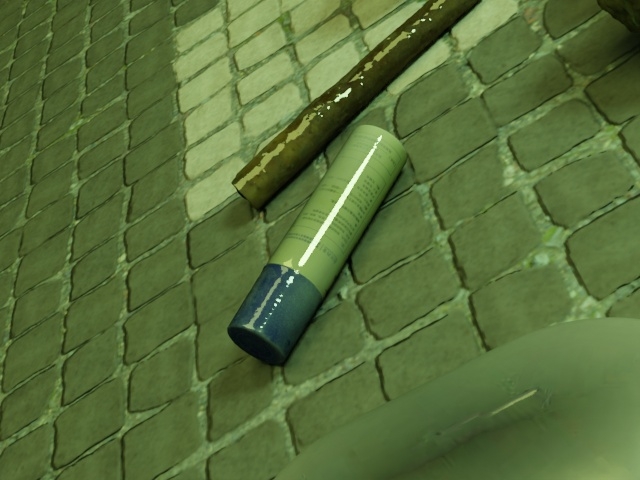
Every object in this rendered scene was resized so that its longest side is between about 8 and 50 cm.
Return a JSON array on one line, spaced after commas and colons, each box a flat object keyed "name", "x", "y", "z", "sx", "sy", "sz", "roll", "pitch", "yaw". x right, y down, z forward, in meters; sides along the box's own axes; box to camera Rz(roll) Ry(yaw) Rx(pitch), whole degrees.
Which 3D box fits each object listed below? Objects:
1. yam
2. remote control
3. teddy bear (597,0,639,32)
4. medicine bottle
[{"name": "yam", "x": 0.039, "y": -0.156, "z": 1.185, "sx": 0.327, "sy": 0.045, "sz": 0.045, "roll": -43, "pitch": 55, "yaw": -6}, {"name": "remote control", "x": 0.094, "y": 0.153, "z": 0.673, "sx": 0.332, "sy": 0.103, "sz": 0.221, "roll": -28, "pitch": 30, "yaw": 5}, {"name": "teddy bear", "x": 0.313, "y": -0.274, "z": 0.943, "sx": 0.267, "sy": 0.156, "sz": 0.256, "roll": 19, "pitch": 64, "yaw": 39}, {"name": "medicine bottle", "x": 0.000, "y": 0.000, "z": 1.017, "sx": 0.059, "sy": 0.059, "sz": 0.231, "roll": 1, "pitch": 51, "yaw": 47}]
